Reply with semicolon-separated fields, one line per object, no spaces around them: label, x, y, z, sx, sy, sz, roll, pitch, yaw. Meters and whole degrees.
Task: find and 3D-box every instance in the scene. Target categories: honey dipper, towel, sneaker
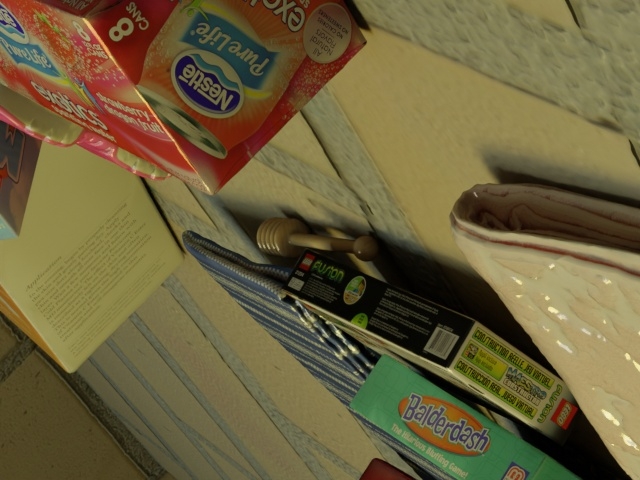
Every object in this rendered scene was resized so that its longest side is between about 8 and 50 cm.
honey dipper;0.000;0.000;1.241;0.030;0.030;0.160;49;162;-20
towel;0.235;0.117;0.848;0.332;0.053;0.317;52;165;-26
sneaker;-0.147;-0.116;1.175;0.103;0.111;0.252;26;-177;19
towel;0.044;0.117;1.401;0.336;0.040;0.243;45;170;-23

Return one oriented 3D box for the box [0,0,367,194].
box;-0.113;-0.139;0.936;0.257;0.122;0.128;28;159;49

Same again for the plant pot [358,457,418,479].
plant pot;0.085;0.309;1.529;0.191;0.174;0.191;32;178;1

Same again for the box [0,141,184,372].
box;-0.293;-0.060;1.609;0.215;0.168;0.345;37;165;27

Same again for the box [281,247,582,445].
box;0.071;0.067;1.150;0.114;0.036;0.207;34;174;-33

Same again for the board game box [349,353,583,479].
board game box;0.137;0.165;1.187;0.160;0.047;0.210;31;176;44

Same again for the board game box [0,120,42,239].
board game box;-0.237;-0.130;1.196;0.039;0.211;0.160;-6;144;19
